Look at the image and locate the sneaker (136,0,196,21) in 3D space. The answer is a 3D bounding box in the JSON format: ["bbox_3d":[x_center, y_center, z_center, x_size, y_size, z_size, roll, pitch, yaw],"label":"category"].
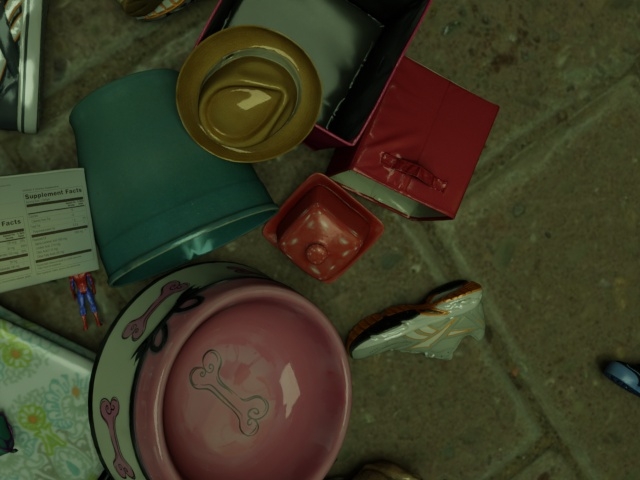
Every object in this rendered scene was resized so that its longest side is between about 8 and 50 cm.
[{"bbox_3d":[-0.201,-0.407,1.107,0.214,0.083,0.084,-29,77,12],"label":"sneaker"}]

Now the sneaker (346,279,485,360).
[{"bbox_3d":[0.176,0.169,1.228,0.262,0.099,0.121,-20,103,-7],"label":"sneaker"}]

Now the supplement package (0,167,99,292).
[{"bbox_3d":[-0.473,-0.012,0.969,0.204,0.261,0.145,-16,103,-51],"label":"supplement package"}]

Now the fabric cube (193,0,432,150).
[{"bbox_3d":[-0.024,-0.306,1.059,0.254,0.258,0.259,29,90,-11],"label":"fabric cube"}]

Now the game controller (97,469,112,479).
[{"bbox_3d":[-0.324,0.408,1.116,0.067,0.166,0.319,29,84,26],"label":"game controller"}]

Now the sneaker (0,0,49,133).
[{"bbox_3d":[-0.468,-0.325,1.039,0.127,0.126,0.321,6,96,-17],"label":"sneaker"}]

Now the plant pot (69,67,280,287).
[{"bbox_3d":[-0.235,-0.102,1.048,0.271,0.271,0.255,-24,88,-7],"label":"plant pot"}]

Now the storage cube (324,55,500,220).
[{"bbox_3d":[0.141,-0.154,1.131,0.183,0.215,0.193,24,85,-12],"label":"storage cube"}]

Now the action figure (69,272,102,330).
[{"bbox_3d":[-0.384,0.086,1.146,0.038,0.030,0.115,-13,93,-15],"label":"action figure"}]

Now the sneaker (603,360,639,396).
[{"bbox_3d":[0.640,0.264,1.335,0.232,0.081,0.091,28,87,-19],"label":"sneaker"}]

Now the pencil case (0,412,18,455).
[{"bbox_3d":[-0.523,0.316,1.028,0.151,0.070,0.065,-30,72,-2],"label":"pencil case"}]

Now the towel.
[{"bbox_3d":[-0.485,0.288,1.108,0.374,0.090,0.321,30,94,-15],"label":"towel"}]

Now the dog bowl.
[{"bbox_3d":[-0.125,0.234,1.064,0.407,0.150,0.408,2,87,-36],"label":"dog bowl"}]

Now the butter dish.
[{"bbox_3d":[0.000,0.000,1.148,0.160,0.118,0.160,39,113,-12],"label":"butter dish"}]

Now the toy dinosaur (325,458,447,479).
[{"bbox_3d":[0.085,0.431,1.221,0.295,0.200,0.127,3,99,-41],"label":"toy dinosaur"}]

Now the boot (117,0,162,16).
[{"bbox_3d":[-0.255,-0.491,1.038,0.262,0.095,0.203,-46,77,15],"label":"boot"}]

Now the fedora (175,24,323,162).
[{"bbox_3d":[-0.094,-0.174,0.895,0.194,0.079,0.194,1,118,1],"label":"fedora"}]
